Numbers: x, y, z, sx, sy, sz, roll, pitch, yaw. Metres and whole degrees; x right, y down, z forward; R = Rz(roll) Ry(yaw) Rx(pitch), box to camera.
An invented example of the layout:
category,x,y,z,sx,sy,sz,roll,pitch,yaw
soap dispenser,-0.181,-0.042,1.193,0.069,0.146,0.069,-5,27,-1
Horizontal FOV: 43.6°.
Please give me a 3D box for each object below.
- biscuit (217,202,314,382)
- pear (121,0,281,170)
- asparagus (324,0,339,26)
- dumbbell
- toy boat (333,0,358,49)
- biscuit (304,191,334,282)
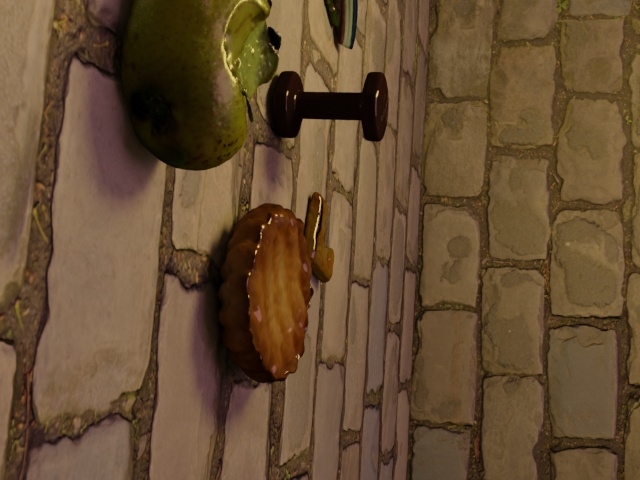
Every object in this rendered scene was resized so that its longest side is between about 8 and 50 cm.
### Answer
category,x,y,z,sx,sy,sz,roll,pitch,yaw
biscuit,-0.101,0.094,1.443,0.326,0.107,0.326,-2,90,-73
pear,-0.167,-0.235,1.086,0.238,0.164,0.255,74,25,-52
asparagus,0.027,-0.570,1.967,0.108,0.021,0.025,68,24,-53
dumbbell,0.022,-0.271,1.609,0.124,0.225,0.140,76,23,-50
toy boat,0.060,-0.597,2.015,0.046,0.080,0.229,-16,114,-37
biscuit,0.000,0.000,1.900,0.183,0.039,0.174,61,32,-61
